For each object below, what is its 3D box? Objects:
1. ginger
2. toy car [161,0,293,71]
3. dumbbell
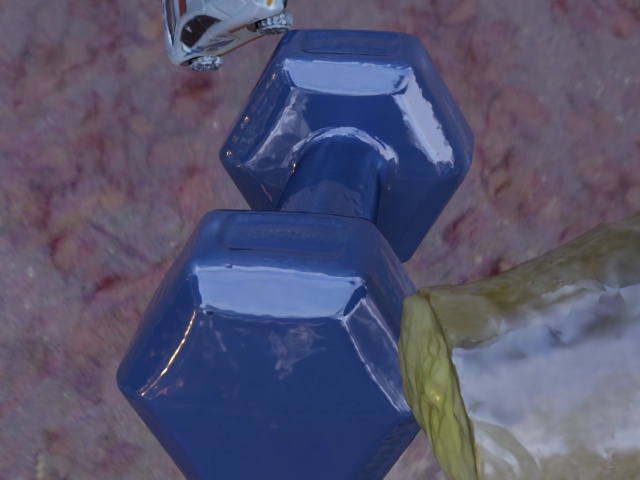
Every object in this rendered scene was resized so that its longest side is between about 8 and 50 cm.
[{"bbox_3d":[0.159,0.036,0.517,0.262,0.109,0.116,-9,104,2],"label":"ginger"},{"bbox_3d":[-0.077,-0.185,1.072,0.056,0.205,0.095,-2,84,-30],"label":"toy car"},{"bbox_3d":[0.000,0.000,0.803,0.144,0.325,0.160,31,120,-7],"label":"dumbbell"}]
